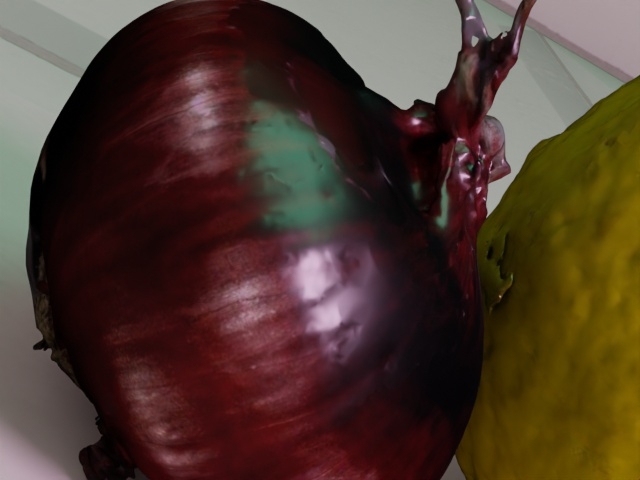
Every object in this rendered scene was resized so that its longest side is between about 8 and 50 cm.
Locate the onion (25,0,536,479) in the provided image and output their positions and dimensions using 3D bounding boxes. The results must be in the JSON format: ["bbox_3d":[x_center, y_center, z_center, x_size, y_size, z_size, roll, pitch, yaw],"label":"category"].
[{"bbox_3d":[0.000,0.000,0.921,0.273,0.285,0.273,58,11,-19],"label":"onion"}]

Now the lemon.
[{"bbox_3d":[0.247,0.075,1.023,0.387,0.350,0.350,47,21,22],"label":"lemon"}]
